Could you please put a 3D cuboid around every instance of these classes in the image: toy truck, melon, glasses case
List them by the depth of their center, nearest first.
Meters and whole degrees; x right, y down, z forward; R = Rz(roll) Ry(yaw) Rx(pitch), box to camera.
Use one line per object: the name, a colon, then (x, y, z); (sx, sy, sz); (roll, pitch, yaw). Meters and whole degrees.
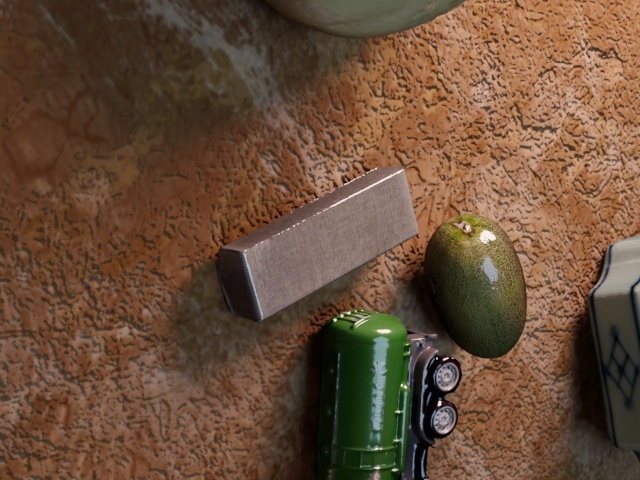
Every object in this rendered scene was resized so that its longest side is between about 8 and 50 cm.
glasses case: (0.000, 0.000, 1.315); (0.205, 0.047, 0.070); (-28, 113, -35)
toy truck: (0.053, 0.185, 1.373); (0.125, 0.101, 0.242); (-4, 100, -37)
melon: (0.155, 0.048, 1.433); (0.099, 0.099, 0.162); (-39, 129, -29)

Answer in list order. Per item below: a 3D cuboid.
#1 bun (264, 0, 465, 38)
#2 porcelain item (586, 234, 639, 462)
bun: (0.078, -0.342, 1.202); (0.364, 0.202, 0.364); (-14, 112, -40)
porcelain item: (0.454, 0.116, 1.651); (0.286, 0.157, 0.281); (-12, 93, -41)
